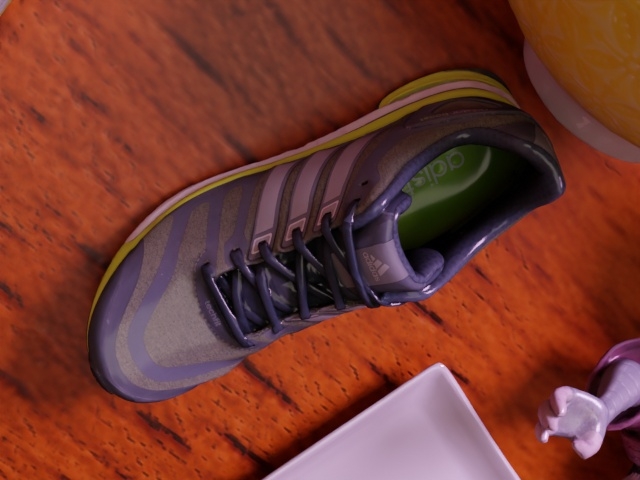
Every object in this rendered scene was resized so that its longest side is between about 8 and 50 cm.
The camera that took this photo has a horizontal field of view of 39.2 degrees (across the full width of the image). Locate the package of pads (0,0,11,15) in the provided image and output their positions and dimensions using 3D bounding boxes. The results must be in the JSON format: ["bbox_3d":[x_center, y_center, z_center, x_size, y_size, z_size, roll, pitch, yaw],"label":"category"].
[{"bbox_3d":[-0.260,-0.160,0.411,0.229,0.101,0.296,36,95,-20],"label":"package of pads"}]

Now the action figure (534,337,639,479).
[{"bbox_3d":[0.292,0.079,0.590,0.248,0.276,0.370,38,115,-2],"label":"action figure"}]

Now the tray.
[{"bbox_3d":[0.002,0.205,0.614,0.270,0.030,0.145,-34,109,-1],"label":"tray"}]

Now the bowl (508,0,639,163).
[{"bbox_3d":[0.197,-0.131,0.475,0.289,0.289,0.156,16,145,-16],"label":"bowl"}]

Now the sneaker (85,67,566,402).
[{"bbox_3d":[0.000,0.000,0.504,0.300,0.121,0.111,-33,110,-2],"label":"sneaker"}]
